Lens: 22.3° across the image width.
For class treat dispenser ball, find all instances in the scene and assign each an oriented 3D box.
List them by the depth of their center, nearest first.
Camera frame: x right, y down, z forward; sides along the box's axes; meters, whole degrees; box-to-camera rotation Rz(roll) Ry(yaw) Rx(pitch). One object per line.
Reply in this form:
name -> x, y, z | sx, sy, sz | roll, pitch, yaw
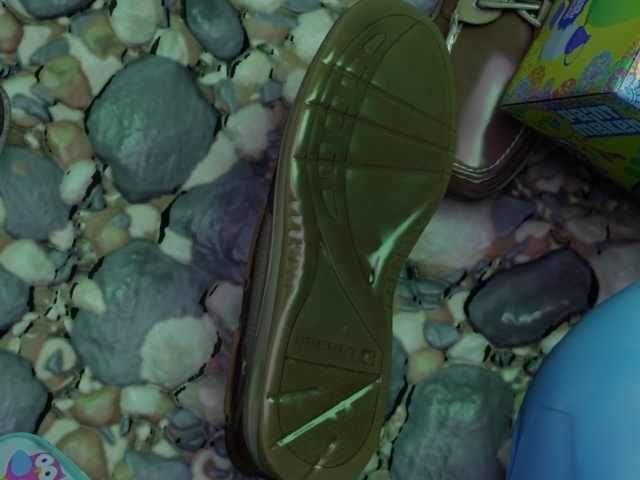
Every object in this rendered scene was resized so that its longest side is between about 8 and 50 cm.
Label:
treat dispenser ball -> 0.258, 0.156, 0.995 | 0.288, 0.288, 0.288 | 2, 71, -5

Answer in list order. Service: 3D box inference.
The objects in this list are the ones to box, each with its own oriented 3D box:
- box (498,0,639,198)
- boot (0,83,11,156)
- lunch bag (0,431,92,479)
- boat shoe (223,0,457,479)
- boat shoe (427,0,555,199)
box -> 0.328, -0.148, 1.095 | 0.279, 0.177, 0.290 | 31, 82, -17
boot -> -0.303, -0.050, 1.060 | 0.090, 0.207, 0.248 | 40, 72, 9
lunch bag -> -0.216, 0.258, 0.981 | 0.279, 0.108, 0.224 | -39, 45, -19
boat shoe -> 0.000, 0.000, 1.114 | 0.123, 0.123, 0.342 | 15, 78, -26
boat shoe -> 0.147, -0.185, 1.195 | 0.123, 0.116, 0.324 | 20, 70, 2
